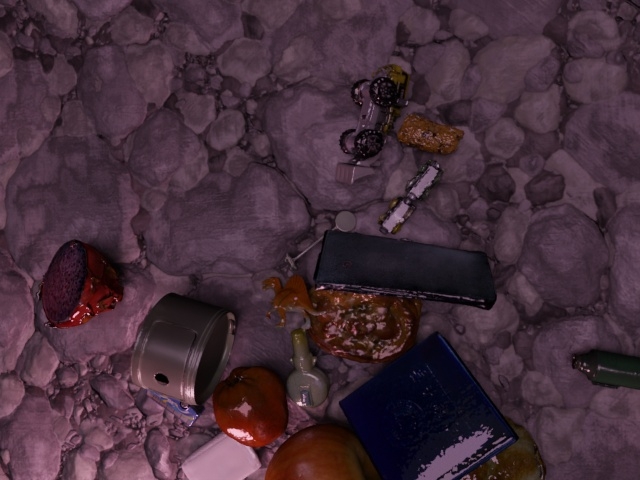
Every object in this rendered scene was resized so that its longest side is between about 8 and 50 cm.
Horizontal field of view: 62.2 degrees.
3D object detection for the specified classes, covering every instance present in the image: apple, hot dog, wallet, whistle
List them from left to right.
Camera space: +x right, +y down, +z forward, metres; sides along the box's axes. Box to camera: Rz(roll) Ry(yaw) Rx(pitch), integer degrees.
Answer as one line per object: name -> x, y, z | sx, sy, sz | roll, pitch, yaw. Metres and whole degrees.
wallet -> -0.243, 0.548, 1.305 | 0.183, 0.032, 0.124 | -37, 84, 5
whistle -> -0.038, 0.301, 1.238 | 0.104, 0.057, 0.198 | -4, 107, 16
apple -> 0.013, 0.544, 1.148 | 0.233, 0.286, 0.285 | -32, 85, 15
hot dog -> 0.090, 0.171, 1.210 | 0.273, 0.122, 0.195 | 11, 94, 8
wallet -> 0.183, 0.059, 1.160 | 0.380, 0.190, 0.046 | 7, 127, 5

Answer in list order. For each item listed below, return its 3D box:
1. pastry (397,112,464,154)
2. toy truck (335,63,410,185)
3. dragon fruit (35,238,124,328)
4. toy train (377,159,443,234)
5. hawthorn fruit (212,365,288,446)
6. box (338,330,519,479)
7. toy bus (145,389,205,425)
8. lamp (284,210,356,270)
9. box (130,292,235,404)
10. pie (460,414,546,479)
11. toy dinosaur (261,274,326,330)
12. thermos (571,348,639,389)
pastry -> 0.252, -0.241, 1.221 | 0.140, 0.056, 0.079 | 25, 86, 15
toy truck -> 0.119, -0.257, 1.207 | 0.111, 0.136, 0.285 | 14, 97, -22
dragon fruit -> -0.575, 0.115, 1.321 | 0.218, 0.148, 0.223 | 46, 108, 37
toy train -> 0.205, -0.097, 1.216 | 0.060, 0.081, 0.202 | 39, 102, 9
hawthorn fruit -> -0.157, 0.382, 1.225 | 0.190, 0.189, 0.189 | 0, 89, 9
box -> 0.226, 0.386, 1.142 | 0.279, 0.116, 0.261 | -37, 58, 6
toy bus -> -0.362, 0.393, 1.316 | 0.153, 0.051, 0.061 | 32, 100, 8
lamp -> 0.000, 0.000, 1.275 | 0.198, 0.056, 0.050 | -35, 83, -4
box -> -0.307, 0.247, 1.218 | 0.150, 0.226, 0.225 | 16, 92, 9
pie -> 0.362, 0.511, 1.182 | 0.275, 0.105, 0.257 | 28, 80, 7
toy dinosaur -> -0.056, 0.134, 1.224 | 0.212, 0.057, 0.142 | -19, 57, 33
thermos -> 0.645, 0.280, 1.148 | 0.188, 0.083, 0.073 | 10, 69, 11
